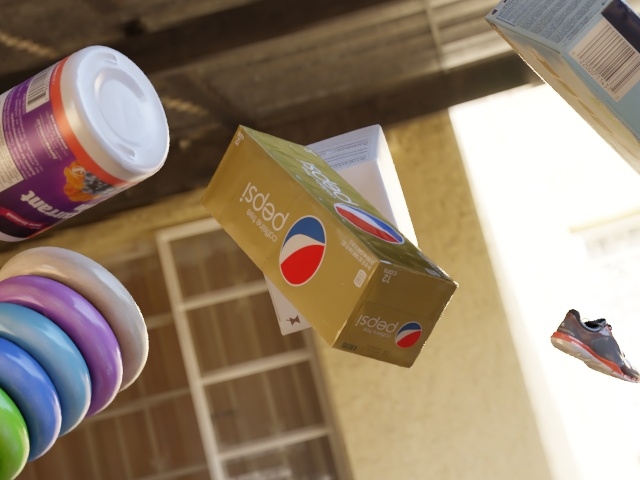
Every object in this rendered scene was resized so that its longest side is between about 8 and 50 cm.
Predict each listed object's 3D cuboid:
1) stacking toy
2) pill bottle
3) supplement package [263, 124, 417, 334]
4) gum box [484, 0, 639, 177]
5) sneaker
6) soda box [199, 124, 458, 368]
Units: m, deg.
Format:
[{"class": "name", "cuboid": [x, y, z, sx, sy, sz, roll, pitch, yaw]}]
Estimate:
[{"class": "stacking toy", "cuboid": [-0.265, 0.143, 1.238, 0.141, 0.141, 0.330, -26, 16, 39]}, {"class": "pill bottle", "cuboid": [-0.221, -0.063, 1.278, 0.193, 0.108, 0.108, -24, -17, 29]}, {"class": "supplement package", "cuboid": [0.013, -0.016, 1.603, 0.134, 0.139, 0.244, -17, 10, 6]}, {"class": "gum box", "cuboid": [0.166, -0.065, 0.850, 0.041, 0.157, 0.184, -46, 13, 6]}, {"class": "sneaker", "cuboid": [0.362, 0.134, 2.122, 0.158, 0.065, 0.061, 30, -9, -35]}, {"class": "soda box", "cuboid": [0.000, 0.000, 0.970, 0.061, 0.181, 0.058, 17, -73, -37]}]
